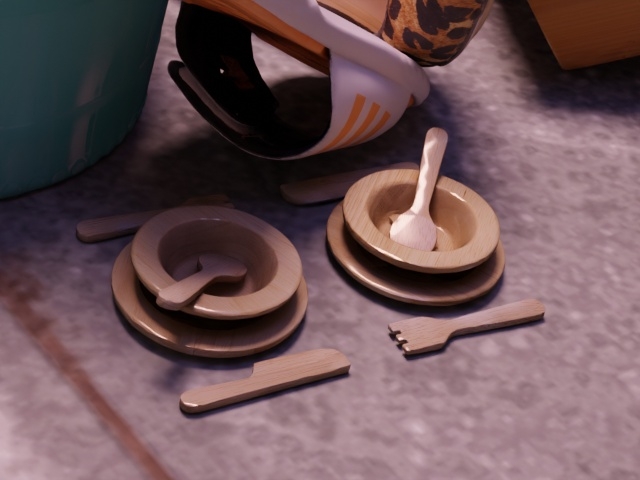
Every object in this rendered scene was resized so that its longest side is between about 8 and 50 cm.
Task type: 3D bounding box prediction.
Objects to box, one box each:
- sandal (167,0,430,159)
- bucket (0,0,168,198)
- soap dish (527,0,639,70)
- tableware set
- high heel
[{"bbox_3d":[-0.033,-0.082,0.694,0.102,0.076,0.265,25,4,23],"label":"sandal"},{"bbox_3d":[-0.193,-0.159,0.703,0.281,0.183,0.281,8,37,-6],"label":"bucket"},{"bbox_3d":[0.203,-0.230,0.912,0.228,0.118,0.291,-13,41,1],"label":"soap dish"},{"bbox_3d":[0.000,0.000,0.669,0.194,0.039,0.128,-12,44,-28],"label":"tableware set"},{"bbox_3d":[-0.016,-0.153,0.781,0.186,0.093,0.261,9,12,-13],"label":"high heel"}]
